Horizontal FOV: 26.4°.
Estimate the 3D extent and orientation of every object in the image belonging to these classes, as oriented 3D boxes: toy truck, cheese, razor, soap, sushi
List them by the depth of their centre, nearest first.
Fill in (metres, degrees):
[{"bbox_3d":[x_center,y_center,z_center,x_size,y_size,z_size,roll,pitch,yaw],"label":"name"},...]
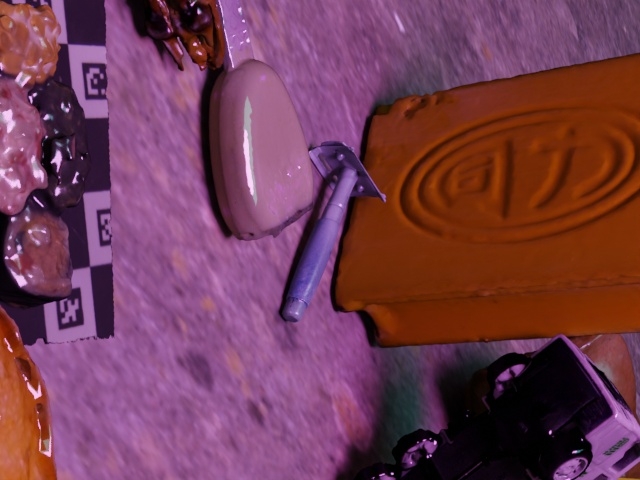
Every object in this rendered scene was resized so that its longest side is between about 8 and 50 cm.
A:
[{"bbox_3d":[-0.150,-0.050,0.716,0.192,0.050,0.215,-1,88,-60],"label":"sushi"},{"bbox_3d":[-0.049,-0.100,0.911,0.097,0.037,0.192,-36,119,-57],"label":"cheese"},{"bbox_3d":[0.000,0.000,0.999,0.068,0.040,0.135,53,50,-43],"label":"razor"},{"bbox_3d":[0.126,0.185,1.010,0.125,0.242,0.101,36,18,-46],"label":"toy truck"},{"bbox_3d":[0.174,-0.032,1.019,0.096,0.324,0.204,42,50,-45],"label":"soap"}]

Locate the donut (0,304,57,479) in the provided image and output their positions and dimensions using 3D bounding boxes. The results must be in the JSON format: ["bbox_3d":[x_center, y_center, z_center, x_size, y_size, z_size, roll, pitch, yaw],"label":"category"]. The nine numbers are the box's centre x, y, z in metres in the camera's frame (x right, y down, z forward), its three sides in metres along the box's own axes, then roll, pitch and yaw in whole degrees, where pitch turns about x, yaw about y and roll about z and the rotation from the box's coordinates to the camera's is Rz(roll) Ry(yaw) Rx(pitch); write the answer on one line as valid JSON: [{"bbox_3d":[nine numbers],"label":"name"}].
[{"bbox_3d":[-0.208,0.075,0.544,0.295,0.112,0.151,55,40,-45],"label":"donut"}]

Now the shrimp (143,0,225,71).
[{"bbox_3d":[-0.101,-0.229,0.818,0.145,0.061,0.267,-56,132,-60],"label":"shrimp"}]

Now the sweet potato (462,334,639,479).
[{"bbox_3d":[0.223,0.229,1.241,0.158,0.157,0.370,-51,134,-50],"label":"sweet potato"}]

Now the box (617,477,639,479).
[{"bbox_3d":[0.162,0.353,1.086,0.047,0.187,0.335,58,36,-70],"label":"box"}]
